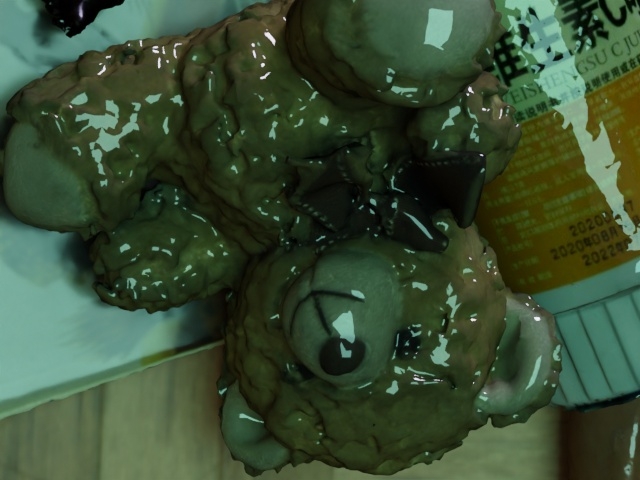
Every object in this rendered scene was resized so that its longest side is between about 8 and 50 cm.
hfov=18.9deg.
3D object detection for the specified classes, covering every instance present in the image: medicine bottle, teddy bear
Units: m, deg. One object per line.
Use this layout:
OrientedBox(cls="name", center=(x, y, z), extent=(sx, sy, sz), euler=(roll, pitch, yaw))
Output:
OrientedBox(cls="medicine bottle", center=(0.116, -0.080, 1.028), extent=(0.158, 0.158, 0.318), euler=(-26, 100, -16))
OrientedBox(cls="teddy bear", center=(0.000, 0.000, 0.956), extent=(0.267, 0.156, 0.256), euler=(-16, 97, 22))

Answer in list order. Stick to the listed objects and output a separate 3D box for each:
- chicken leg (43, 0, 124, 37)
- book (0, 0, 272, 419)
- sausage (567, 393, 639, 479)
OrientedBox(cls="chicken leg", center=(-0.089, -0.211, 0.974), extent=(0.105, 0.063, 0.234), euler=(33, 76, -19))
OrientedBox(cls="book", center=(-0.201, -0.053, 0.987), extent=(0.428, 0.039, 0.300), euler=(-18, 97, -18))
OrientedBox(cls="sausage", center=(0.182, 0.207, 1.094), extent=(0.086, 0.086, 0.289), euler=(1, 90, -18))
